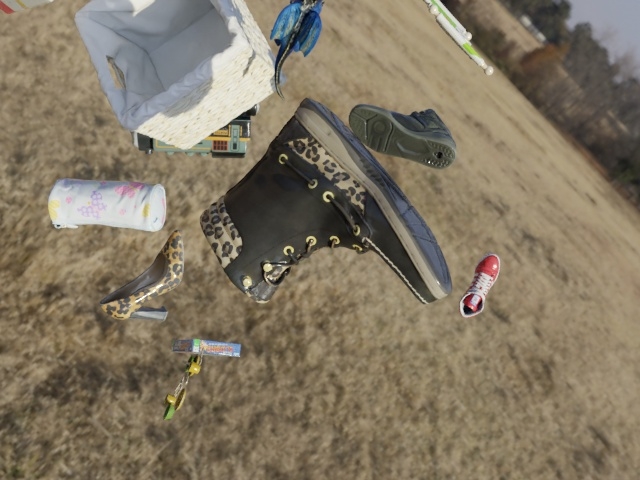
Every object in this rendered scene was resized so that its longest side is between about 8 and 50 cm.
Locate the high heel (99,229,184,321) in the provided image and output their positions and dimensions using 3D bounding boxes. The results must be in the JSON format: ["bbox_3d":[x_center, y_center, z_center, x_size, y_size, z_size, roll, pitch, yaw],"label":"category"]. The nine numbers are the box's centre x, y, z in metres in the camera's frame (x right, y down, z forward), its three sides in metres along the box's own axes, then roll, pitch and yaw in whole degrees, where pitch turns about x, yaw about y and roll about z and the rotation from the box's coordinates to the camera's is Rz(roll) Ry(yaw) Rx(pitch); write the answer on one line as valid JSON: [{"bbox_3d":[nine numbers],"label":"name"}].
[{"bbox_3d":[-0.461,0.087,2.107,0.186,0.261,0.093,10,11,-38],"label":"high heel"}]

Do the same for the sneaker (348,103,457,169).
[{"bbox_3d":[0.167,-0.225,1.643,0.227,0.087,0.130,18,30,-2],"label":"sneaker"}]

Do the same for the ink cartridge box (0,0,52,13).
[{"bbox_3d":[-0.636,-0.584,1.619,0.306,0.131,0.226,11,-26,51],"label":"ink cartridge box"}]

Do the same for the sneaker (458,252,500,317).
[{"bbox_3d":[0.272,0.080,1.387,0.042,0.118,0.067,26,15,6],"label":"sneaker"}]

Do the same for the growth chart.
[{"bbox_3d":[0.216,-0.374,1.383,0.172,0.021,0.237,42,21,-19],"label":"growth chart"}]

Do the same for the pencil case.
[{"bbox_3d":[-0.507,-0.084,1.932,0.114,0.273,0.124,86,9,-47],"label":"pencil case"}]

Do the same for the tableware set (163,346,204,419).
[{"bbox_3d":[-0.282,0.291,1.639,0.024,0.154,0.104,25,34,-16],"label":"tableware set"}]

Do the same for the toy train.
[{"bbox_3d":[-0.324,-0.306,2.063,0.333,0.190,0.142,0,19,-8],"label":"toy train"}]

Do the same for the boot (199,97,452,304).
[{"bbox_3d":[0.000,0.000,1.271,0.377,0.284,0.138,53,16,10],"label":"boot"}]

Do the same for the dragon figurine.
[{"bbox_3d":[-0.044,-0.405,1.541,0.085,0.289,0.144,24,15,-10],"label":"dragon figurine"}]

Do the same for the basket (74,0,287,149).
[{"bbox_3d":[-0.306,-0.421,1.800,0.328,0.331,0.266,63,13,20],"label":"basket"}]

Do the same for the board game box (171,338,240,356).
[{"bbox_3d":[-0.317,0.296,2.228,0.136,0.201,0.035,10,78,-24],"label":"board game box"}]
